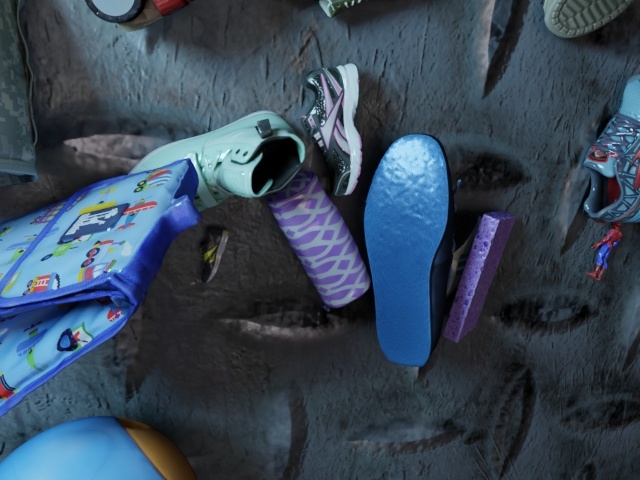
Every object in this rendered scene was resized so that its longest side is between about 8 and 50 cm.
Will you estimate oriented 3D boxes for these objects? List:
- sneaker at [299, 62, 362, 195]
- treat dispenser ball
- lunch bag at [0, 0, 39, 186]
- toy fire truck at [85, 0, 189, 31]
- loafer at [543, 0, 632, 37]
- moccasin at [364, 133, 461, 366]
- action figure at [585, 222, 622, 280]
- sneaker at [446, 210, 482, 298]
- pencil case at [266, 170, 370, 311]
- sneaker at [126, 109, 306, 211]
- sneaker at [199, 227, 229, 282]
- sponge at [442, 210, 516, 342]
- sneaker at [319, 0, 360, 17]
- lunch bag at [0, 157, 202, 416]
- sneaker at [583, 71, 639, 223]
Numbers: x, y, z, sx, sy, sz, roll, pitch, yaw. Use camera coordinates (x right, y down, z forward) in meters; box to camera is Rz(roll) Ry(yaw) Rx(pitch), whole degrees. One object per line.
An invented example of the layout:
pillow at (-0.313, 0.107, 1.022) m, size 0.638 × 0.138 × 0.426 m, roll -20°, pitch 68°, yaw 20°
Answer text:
sneaker at (0.010, -0.149, 0.730) m, size 0.077 × 0.072 × 0.178 m, roll -3°, pitch 92°, yaw -11°
treat dispenser ball at (-0.292, 0.373, 0.676) m, size 0.289 × 0.288 × 0.287 m, roll -6°, pitch 110°, yaw -18°
lunch bag at (-0.419, -0.162, 0.484) m, size 0.287 × 0.169 × 0.235 m, roll -8°, pitch 86°, yaw -29°
toy fire truck at (-0.160, -0.370, 0.560) m, size 0.247 × 0.158 × 0.216 m, roll -26°, pitch 115°, yaw 2°
loafer at (0.432, -0.416, 0.778) m, size 0.102 × 0.092 × 0.268 m, roll 35°, pitch 110°, yaw -25°
moccasin at (0.131, 0.012, 0.792) m, size 0.117 × 0.138 × 0.341 m, roll -27°, pitch 125°, yaw -60°
action figure at (0.532, 0.016, 0.997) m, size 0.038 × 0.030 × 0.115 m, roll 24°, pitch 94°, yaw -31°
sneaker at (0.221, 0.028, 0.881) m, size 0.075 × 0.057 × 0.161 m, roll 24°, pitch 96°, yaw -45°
pencil case at (0.000, 0.000, 0.764) m, size 0.087 × 0.088 × 0.206 m, roll -29°, pitch 116°, yaw -4°
sneaker at (-0.139, -0.077, 0.652) m, size 0.256 × 0.151 × 0.094 m, roll -32°, pitch 117°, yaw -6°
sneaker at (-0.155, 0.019, 0.750) m, size 0.035 × 0.031 × 0.083 m, roll 19°, pitch 97°, yaw -11°
sponge at (0.260, 0.056, 0.876) m, size 0.117 × 0.031 × 0.209 m, roll -7°, pitch 117°, yaw -59°
sneaker at (0.029, -0.326, 0.679) m, size 0.192 × 0.064 × 0.086 m, roll 5°, pitch 114°, yaw -21°
lunch bag at (-0.244, 0.032, 0.554) m, size 0.294 × 0.220 × 0.138 m, roll -23°, pitch 118°, yaw 18°
sneaker at (0.510, -0.147, 0.891) m, size 0.125 × 0.104 × 0.261 m, roll -8°, pitch 111°, yaw -15°
